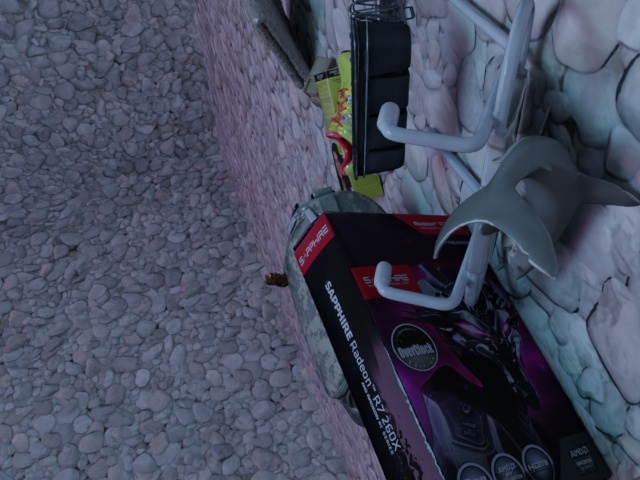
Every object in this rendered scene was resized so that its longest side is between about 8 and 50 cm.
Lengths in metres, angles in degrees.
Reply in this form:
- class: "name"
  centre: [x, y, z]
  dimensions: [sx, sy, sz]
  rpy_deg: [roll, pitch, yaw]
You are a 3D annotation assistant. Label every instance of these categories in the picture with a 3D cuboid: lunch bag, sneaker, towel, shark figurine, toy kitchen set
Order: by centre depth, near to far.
- class: "shark figurine"
  centre: [0.197, -0.038, 0.527]
  dimensions: [0.278, 0.116, 0.166]
  rpy_deg: [11, -80, -65]
- class: "lunch bag"
  centre: [0.070, 0.095, 0.968]
  dimensions: [0.256, 0.213, 0.305]
  rpy_deg: [70, 178, -58]
- class: "sneaker"
  centre: [0.050, -0.198, 1.037]
  dimensions: [0.081, 0.094, 0.208]
  rpy_deg: [-157, 52, -76]
- class: "toy kitchen set"
  centre: [0.025, -0.286, 1.205]
  dimensions: [0.068, 0.075, 0.083]
  rpy_deg: [20, 175, 30]
- class: "towel"
  centre: [-0.093, -0.432, 1.267]
  dimensions: [0.187, 0.049, 0.282]
  rpy_deg: [68, -169, 18]

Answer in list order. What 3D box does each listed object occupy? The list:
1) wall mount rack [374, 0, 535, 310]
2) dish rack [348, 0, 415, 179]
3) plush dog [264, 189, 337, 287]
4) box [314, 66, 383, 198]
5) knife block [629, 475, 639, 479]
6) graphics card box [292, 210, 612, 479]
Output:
- class: "wall mount rack"
  centre: [0.141, -0.109, 0.682]
  dimensions: [0.350, 0.130, 0.304]
  rpy_deg: [87, -157, -44]
- class: "dish rack"
  centre: [0.069, -0.234, 0.814]
  dimensions: [0.208, 0.074, 0.271]
  rpy_deg: [88, -179, -47]
- class: "plush dog"
  centre: [0.000, 0.000, 1.381]
  dimensions: [0.262, 0.211, 0.225]
  rpy_deg: [-147, 68, -69]
- class: "box"
  centre: [0.049, -0.188, 1.141]
  dimensions: [0.087, 0.058, 0.232]
  rpy_deg: [-153, 48, -73]
- class: "knife block"
  centre: [0.315, 0.174, 0.367]
  dimensions: [0.275, 0.088, 0.242]
  rpy_deg: [-123, 21, -54]
- class: "graphics card box"
  centre: [0.138, 0.132, 0.738]
  dimensions: [0.094, 0.233, 0.371]
  rpy_deg: [-52, 49, 41]
